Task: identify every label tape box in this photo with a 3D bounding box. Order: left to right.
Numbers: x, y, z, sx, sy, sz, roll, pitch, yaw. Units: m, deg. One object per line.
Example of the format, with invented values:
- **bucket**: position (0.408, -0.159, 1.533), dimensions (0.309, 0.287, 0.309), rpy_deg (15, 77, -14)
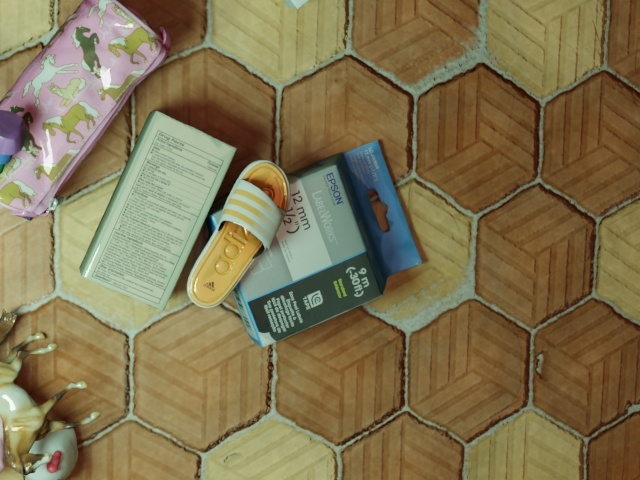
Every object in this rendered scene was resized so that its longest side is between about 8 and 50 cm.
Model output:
- **label tape box**: position (0.000, 0.000, 1.961), dimensions (0.347, 0.115, 0.249), rpy_deg (-22, 101, -11)

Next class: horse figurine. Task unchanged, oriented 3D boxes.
- **horse figurine**: position (-0.481, 0.244, 1.820), dimensions (0.174, 0.066, 0.263), rpy_deg (-30, 76, -32)

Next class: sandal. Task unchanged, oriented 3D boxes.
- **sandal**: position (-0.124, -0.004, 1.829), dimensions (0.102, 0.076, 0.265), rpy_deg (29, 86, -16)

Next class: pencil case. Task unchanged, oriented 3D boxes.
- **pencil case**: position (-0.405, -0.217, 1.798), dimensions (0.167, 0.160, 0.386), rpy_deg (38, 84, -30)

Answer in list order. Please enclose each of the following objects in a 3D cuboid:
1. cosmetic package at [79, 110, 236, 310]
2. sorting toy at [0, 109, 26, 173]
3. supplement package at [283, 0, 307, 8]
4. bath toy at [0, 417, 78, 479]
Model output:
- **cosmetic package**: position (-0.273, -0.052, 1.869), dimensions (0.153, 0.129, 0.296), rpy_deg (26, 89, -16)
- **sorting toy**: position (-0.612, -0.203, 1.687), dimensions (0.365, 0.127, 0.126), rpy_deg (31, 126, 3)
- **supplement package**: position (0.010, -0.515, 1.875), dimensions (0.244, 0.134, 0.139), rpy_deg (-37, 105, 1)
- **bath toy**: position (-0.563, 0.325, 1.829), dimensions (0.348, 0.129, 0.151), rpy_deg (22, 90, -18)
